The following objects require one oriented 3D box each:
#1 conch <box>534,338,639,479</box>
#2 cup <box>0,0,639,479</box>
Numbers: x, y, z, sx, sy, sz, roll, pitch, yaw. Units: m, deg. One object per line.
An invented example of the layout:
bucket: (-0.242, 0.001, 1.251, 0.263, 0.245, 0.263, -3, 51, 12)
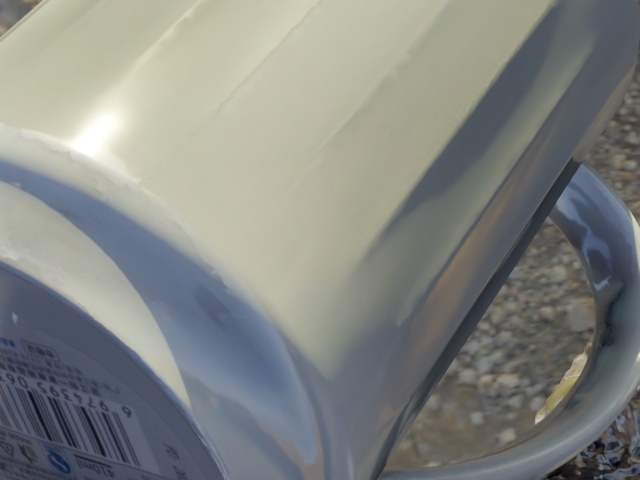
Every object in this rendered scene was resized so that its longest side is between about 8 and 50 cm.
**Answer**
conch: (0.276, 0.124, 1.237, 0.313, 0.241, 0.186, -38, 65, 31)
cup: (0.000, 0.000, 0.713, 0.323, 0.327, 0.237, 44, 142, -9)
